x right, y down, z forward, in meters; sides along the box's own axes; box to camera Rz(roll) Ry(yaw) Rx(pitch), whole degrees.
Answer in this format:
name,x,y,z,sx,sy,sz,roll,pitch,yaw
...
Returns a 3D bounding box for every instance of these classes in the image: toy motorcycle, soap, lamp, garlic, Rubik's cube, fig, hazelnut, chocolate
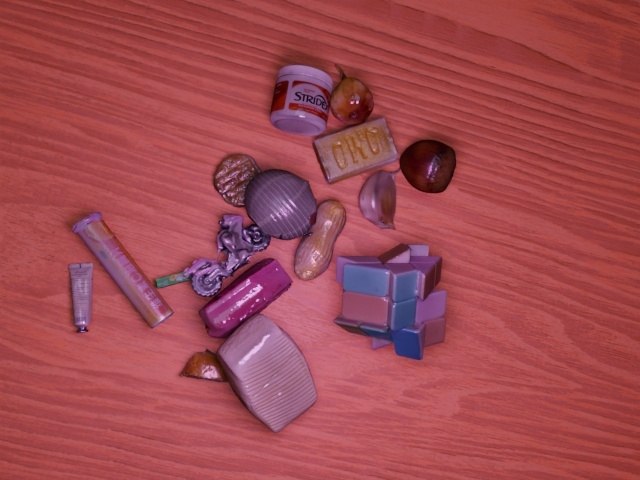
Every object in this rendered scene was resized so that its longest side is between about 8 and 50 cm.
name,x,y,z,sx,sy,sz,roll,pitch,yaw
toy motorcycle,-0.330,0.035,1.805,0.188,0.143,0.327,46,71,2
soap,-0.248,0.196,1.773,0.325,0.220,0.127,-40,81,-8
lamp,-0.127,-0.122,1.784,0.233,0.233,0.265,-38,61,-8
garlic,0.215,-0.181,1.922,0.129,0.148,0.266,12,87,31
soap,0.124,-0.325,1.924,0.274,0.089,0.173,-20,88,-7
Rubik's cube,0.222,0.191,1.761,0.388,0.368,0.357,-1,102,-7
fig,0.096,-0.543,1.931,0.159,0.159,0.256,-14,65,-8
hazelnut,0.381,-0.271,1.909,0.208,0.208,0.208,1,85,-6
chocolate,0.000,0.000,1.861,0.134,0.134,0.309,24,78,-4

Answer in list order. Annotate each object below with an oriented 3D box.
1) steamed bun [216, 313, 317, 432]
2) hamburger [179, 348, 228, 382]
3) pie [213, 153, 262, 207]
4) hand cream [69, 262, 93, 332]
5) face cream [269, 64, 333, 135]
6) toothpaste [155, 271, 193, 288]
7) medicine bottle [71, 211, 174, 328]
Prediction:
name,x,y,z,sx,sy,sz,roll,pitch,yaw
steamed bun,-0.185,0.414,1.732,0.247,0.236,0.383,-38,123,-18
hamburger,-0.380,0.423,1.796,0.176,0.087,0.102,9,85,-3
pie,-0.287,-0.208,1.887,0.195,0.046,0.195,1,83,-8
hand cream,-0.806,0.193,1.793,0.080,0.050,0.233,-4,81,-6
face cream,-0.067,-0.483,1.859,0.201,0.201,0.187,10,83,-6
toothpaste,-0.477,0.127,1.835,0.179,0.043,0.037,-15,84,-8
medicine bottle,-0.657,0.102,1.790,0.108,0.108,0.426,-38,92,-8
